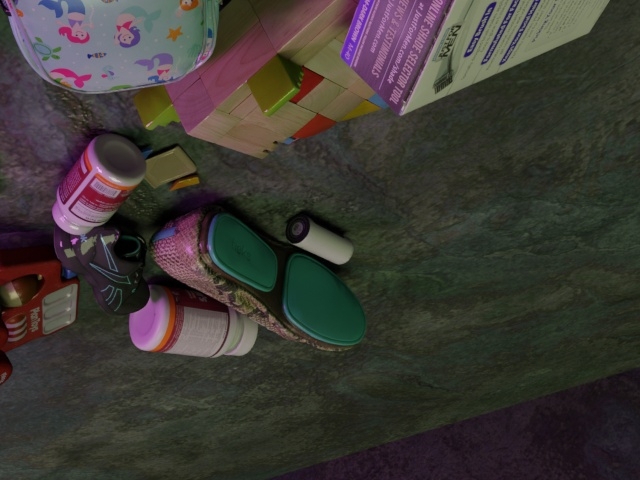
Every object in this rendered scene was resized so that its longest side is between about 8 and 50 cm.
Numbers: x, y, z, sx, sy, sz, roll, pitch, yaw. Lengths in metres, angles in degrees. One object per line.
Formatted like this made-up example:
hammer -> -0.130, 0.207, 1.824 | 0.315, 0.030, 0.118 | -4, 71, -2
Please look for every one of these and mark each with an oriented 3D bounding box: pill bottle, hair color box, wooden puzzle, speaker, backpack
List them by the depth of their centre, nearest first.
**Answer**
backpack -> -0.209, -0.256, 0.835 | 0.225, 0.191, 0.253 | -10, 155, -11
hair color box -> 0.196, -0.276, 0.880 | 0.339, 0.110, 0.185 | -29, 156, -34
pill bottle -> -0.316, -0.075, 1.175 | 0.086, 0.086, 0.152 | 12, 141, -39
wooden puzzle -> -0.227, -0.109, 1.232 | 0.079, 0.014, 0.116 | -21, 150, 1
speaker -> 0.000, 0.000, 1.477 | 0.055, 0.055, 0.136 | -31, 146, 25
pill bottle -> -0.234, 0.155, 1.562 | 0.221, 0.121, 0.121 | 13, 139, -41

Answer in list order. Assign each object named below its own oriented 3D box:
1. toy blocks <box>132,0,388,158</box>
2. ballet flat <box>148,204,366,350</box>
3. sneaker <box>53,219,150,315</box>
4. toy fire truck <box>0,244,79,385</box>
toy blocks -> 0.003, -0.223, 1.011 | 0.381, 0.190, 0.261 | -37, 156, 24
ballet flat -> -0.113, 0.075, 1.487 | 0.182, 0.164, 0.483 | -9, 152, 35
sneaker -> -0.323, 0.046, 1.345 | 0.106, 0.101, 0.267 | -10, 152, 9
toy fire truck -> -0.505, 0.100, 1.340 | 0.254, 0.169, 0.302 | -27, 159, -31
